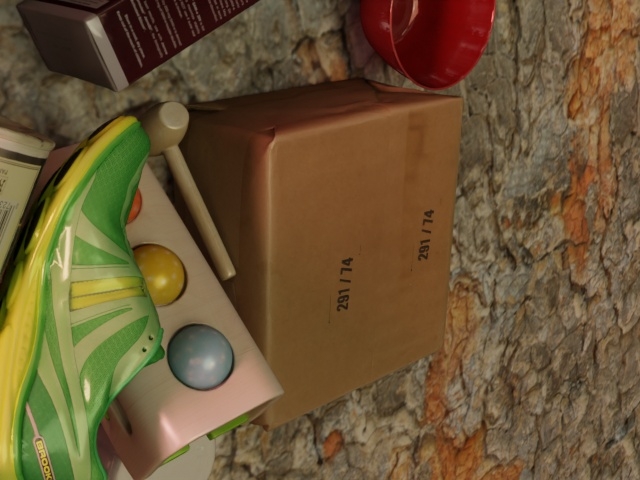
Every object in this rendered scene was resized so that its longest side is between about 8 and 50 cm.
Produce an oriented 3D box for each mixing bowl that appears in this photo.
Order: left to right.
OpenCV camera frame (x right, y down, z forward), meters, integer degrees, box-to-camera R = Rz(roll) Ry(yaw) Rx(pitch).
[{"bbox_3d":[0.112,-0.273,1.125,0.181,0.098,0.181,-17,116,-39],"label":"mixing bowl"}]

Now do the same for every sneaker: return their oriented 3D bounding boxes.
[{"bbox_3d":[-0.176,0.049,0.721,0.123,0.109,0.296,20,72,-25],"label":"sneaker"}]

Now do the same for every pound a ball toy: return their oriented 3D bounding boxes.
[{"bbox_3d":[-0.138,0.016,0.848,0.208,0.136,0.319,-23,75,-35],"label":"pound a ball toy"}]

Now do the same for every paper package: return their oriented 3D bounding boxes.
[{"bbox_3d":[0.000,0.000,1.075,0.309,0.168,0.325,-17,116,-40],"label":"paper package"}]

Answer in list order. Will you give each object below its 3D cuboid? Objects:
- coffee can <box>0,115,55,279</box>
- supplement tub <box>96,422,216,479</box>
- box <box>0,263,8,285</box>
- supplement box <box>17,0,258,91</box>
[{"bbox_3d":[-0.329,0.022,0.663,0.201,0.201,0.275,20,93,-46],"label":"coffee can"},{"bbox_3d":[-0.199,0.182,0.936,0.117,0.190,0.117,-16,115,-38],"label":"supplement tub"},{"bbox_3d":[-0.365,-0.018,0.796,0.087,0.058,0.232,-49,133,-17],"label":"box"},{"bbox_3d":[-0.139,-0.235,0.879,0.239,0.130,0.073,-40,129,-25],"label":"supplement box"}]
